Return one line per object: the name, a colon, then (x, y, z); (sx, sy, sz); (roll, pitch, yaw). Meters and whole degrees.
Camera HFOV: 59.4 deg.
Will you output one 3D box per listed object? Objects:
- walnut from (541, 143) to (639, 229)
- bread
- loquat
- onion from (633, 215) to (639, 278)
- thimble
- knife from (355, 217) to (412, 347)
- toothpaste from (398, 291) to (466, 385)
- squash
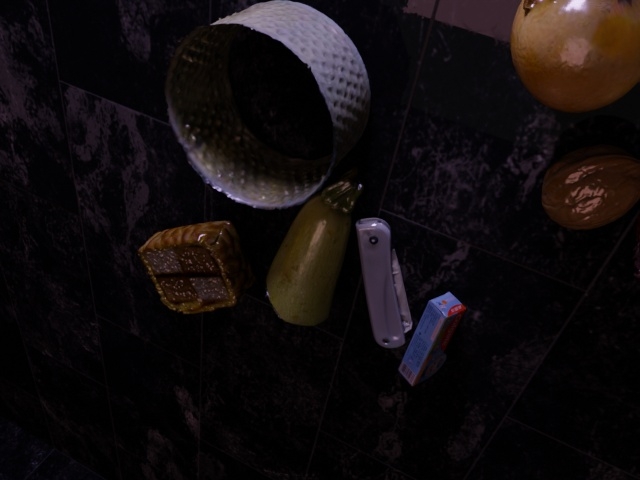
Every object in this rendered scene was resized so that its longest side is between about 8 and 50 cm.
walnut: (0.337, -0.067, 0.697); (0.125, 0.105, 0.105); (-19, 112, 34)
bread: (-0.242, 0.053, 1.120); (0.223, 0.096, 0.181); (-8, 118, 32)
loquat: (0.274, -0.210, 0.590); (0.137, 0.163, 0.163); (-38, 99, 29)
onion: (0.463, 0.008, 0.646); (0.184, 0.147, 0.183); (7, 113, 17)
thimble: (-0.069, -0.192, 0.804); (0.271, 0.150, 0.270); (16, 130, 20)
knife: (0.111, 0.079, 0.974); (0.073, 0.040, 0.265); (-3, 121, 19)
toothpaste: (0.200, 0.172, 0.986); (0.044, 0.070, 0.193); (48, 141, 33)
squash: (-0.016, -0.002, 0.942); (0.137, 0.137, 0.287); (23, 125, 14)
